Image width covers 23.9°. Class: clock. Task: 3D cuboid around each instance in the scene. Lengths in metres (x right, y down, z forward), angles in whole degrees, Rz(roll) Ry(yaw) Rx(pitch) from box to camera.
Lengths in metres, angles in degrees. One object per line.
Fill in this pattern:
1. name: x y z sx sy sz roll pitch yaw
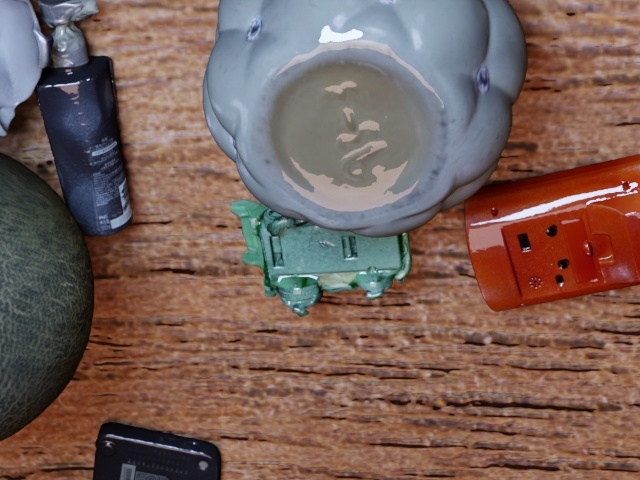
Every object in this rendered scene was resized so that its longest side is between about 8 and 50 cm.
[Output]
1. clock: 0.202 0.002 1.256 0.155 0.061 0.113 -11 119 16

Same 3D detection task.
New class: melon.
1. melon: -0.300 0.039 1.188 0.249 0.329 0.248 -1 105 -3

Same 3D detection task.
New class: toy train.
1. toy train: 0.000 0.000 1.274 0.149 0.081 0.099 -9 119 6

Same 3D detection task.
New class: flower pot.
1. flower pot: 0.031 -0.121 1.123 0.246 0.195 0.246 4 121 6

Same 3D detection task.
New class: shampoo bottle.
1. shampoo bottle: -0.194 -0.104 1.243 0.064 0.057 0.207 -1 121 9

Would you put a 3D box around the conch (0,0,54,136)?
1. conch: -0.351 -0.180 1.155 0.275 0.149 0.182 38 88 -39

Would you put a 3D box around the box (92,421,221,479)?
1. box: -0.161 0.237 1.463 0.125 0.027 0.126 11 122 0
